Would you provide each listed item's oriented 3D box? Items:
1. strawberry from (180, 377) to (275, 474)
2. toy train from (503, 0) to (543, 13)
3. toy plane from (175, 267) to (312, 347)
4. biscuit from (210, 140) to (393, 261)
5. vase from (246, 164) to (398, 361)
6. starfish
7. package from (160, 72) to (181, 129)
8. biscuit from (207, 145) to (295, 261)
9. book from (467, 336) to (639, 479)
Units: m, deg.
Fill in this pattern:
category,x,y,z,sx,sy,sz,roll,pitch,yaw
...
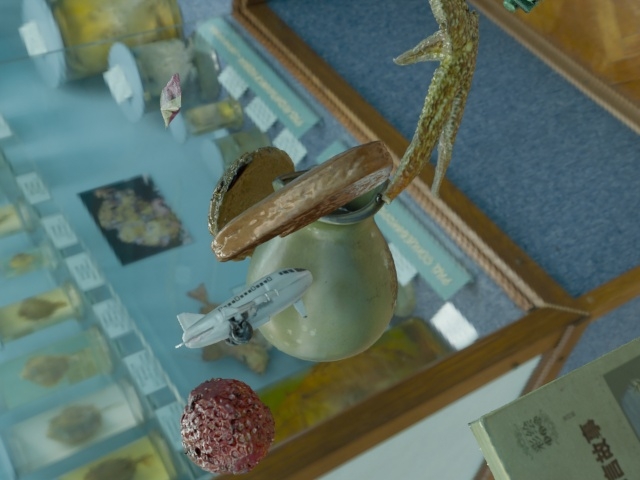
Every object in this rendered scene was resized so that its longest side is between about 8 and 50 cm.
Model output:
category,x,y,z,sx,sy,sz,roll,pitch,yaw
strawberry,-0.076,0.158,0.710,0.096,0.083,0.083,32,134,55
toy train,0.350,-0.429,1.324,0.071,0.170,0.111,38,178,-11
toy plane,-0.083,0.080,0.966,0.162,0.171,0.066,146,104,-73
biscuit,-0.016,-0.036,0.820,0.036,0.186,0.192,59,-178,4
vase,0.000,0.000,1.371,0.329,0.240,0.302,-103,13,-60
starfish,0.160,-0.247,1.261,0.398,0.132,0.384,-49,-28,-80
package,-0.231,-0.213,1.320,0.083,0.029,0.059,-37,58,55
biscuit,-0.123,-0.067,1.576,0.042,0.226,0.226,25,130,35
book,0.275,0.194,0.713,0.215,0.282,0.025,63,148,12
